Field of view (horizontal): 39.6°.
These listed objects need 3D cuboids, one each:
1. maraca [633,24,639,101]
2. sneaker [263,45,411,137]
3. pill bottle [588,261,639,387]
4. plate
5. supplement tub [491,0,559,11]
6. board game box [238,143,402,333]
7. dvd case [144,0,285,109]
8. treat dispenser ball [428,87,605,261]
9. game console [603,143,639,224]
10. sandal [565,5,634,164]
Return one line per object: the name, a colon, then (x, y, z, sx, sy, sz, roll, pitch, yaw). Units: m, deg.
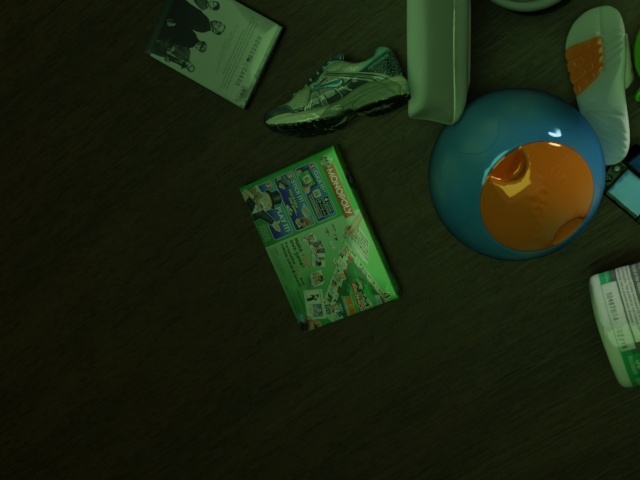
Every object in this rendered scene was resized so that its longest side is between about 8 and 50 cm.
maraca: (0.574, -0.304, 1.471, 0.127, 0.099, 0.185, -7, 115, -10)
sneaker: (0.025, -0.275, 1.654, 0.283, 0.110, 0.122, -14, 79, 16)
pill bottle: (0.649, 0.107, 1.475, 0.361, 0.204, 0.204, -18, 95, 20)
plate: (0.200, -0.340, 1.501, 0.045, 0.278, 0.277, -2, 100, -9)
supplement tub: (0.336, -0.459, 1.417, 0.191, 0.272, 0.191, 3, 102, 16)
board game box: (0.000, 0.000, 1.730, 0.214, 0.046, 0.317, -22, 94, 19)
dvd case: (-0.207, -0.388, 1.723, 0.239, 0.029, 0.179, 31, 108, 8)
treat dispenser ball: (0.324, -0.109, 1.484, 0.288, 0.288, 0.288, 3, 102, 16)
game console: (0.553, -0.093, 1.533, 0.122, 0.071, 0.107, 42, 109, 6)
sandal: (0.484, -0.263, 1.519, 0.102, 0.076, 0.265, -1, 101, 36)
